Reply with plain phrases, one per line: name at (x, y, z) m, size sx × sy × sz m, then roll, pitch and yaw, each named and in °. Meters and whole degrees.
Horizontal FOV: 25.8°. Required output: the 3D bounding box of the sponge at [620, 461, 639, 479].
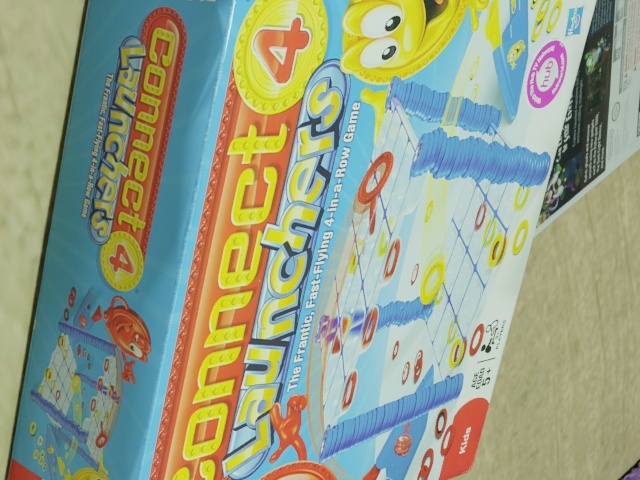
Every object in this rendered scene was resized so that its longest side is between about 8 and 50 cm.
sponge at (0.319, 0.255, 1.341) m, size 0.210 × 0.031 × 0.117 m, roll -31°, pitch 132°, yaw -39°

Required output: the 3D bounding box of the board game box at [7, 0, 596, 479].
board game box at (0.000, 0.000, 0.728) m, size 0.302 × 0.086 × 0.308 m, roll -8°, pitch 116°, yaw -51°

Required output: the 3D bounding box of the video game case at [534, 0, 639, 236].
video game case at (0.186, -0.120, 0.962) m, size 0.173 × 0.022 × 0.190 m, roll -36°, pitch 136°, yaw -36°
